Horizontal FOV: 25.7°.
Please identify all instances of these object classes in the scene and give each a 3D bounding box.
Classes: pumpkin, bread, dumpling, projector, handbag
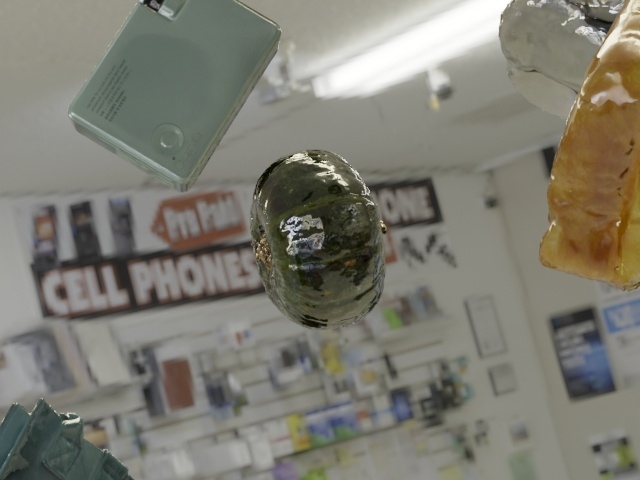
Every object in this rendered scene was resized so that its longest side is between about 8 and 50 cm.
[{"bbox_3d":[0.000,0.000,1.638,0.157,0.223,0.223,-14,-7,-9],"label":"pumpkin"},{"bbox_3d":[0.182,-0.100,0.673,0.271,0.077,0.139,-53,-22,-43],"label":"bread"},{"bbox_3d":[0.303,-0.166,1.250,0.293,0.204,0.163,1,28,-8],"label":"dumpling"},{"bbox_3d":[-0.195,-0.217,1.875,0.256,0.192,0.099,-59,1,-11],"label":"projector"},{"bbox_3d":[-0.243,0.280,1.386,0.062,0.229,0.179,-17,38,38],"label":"handbag"}]
